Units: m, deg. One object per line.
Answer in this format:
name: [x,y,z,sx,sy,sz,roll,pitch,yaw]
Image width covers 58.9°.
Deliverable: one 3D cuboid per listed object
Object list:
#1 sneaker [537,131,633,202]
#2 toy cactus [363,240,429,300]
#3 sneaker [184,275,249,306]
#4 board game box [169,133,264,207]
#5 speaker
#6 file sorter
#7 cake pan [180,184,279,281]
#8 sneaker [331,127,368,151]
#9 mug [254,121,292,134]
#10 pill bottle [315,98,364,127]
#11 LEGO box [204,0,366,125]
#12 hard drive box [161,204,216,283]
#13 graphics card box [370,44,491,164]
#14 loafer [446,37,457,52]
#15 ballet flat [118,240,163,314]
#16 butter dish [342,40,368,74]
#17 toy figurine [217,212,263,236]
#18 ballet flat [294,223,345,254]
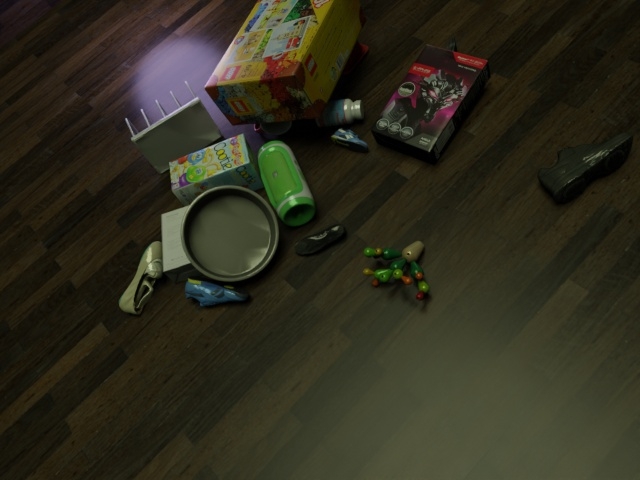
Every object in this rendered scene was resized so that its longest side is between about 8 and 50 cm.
sneaker: [0.745,-0.230,1.600,0.286,0.109,0.130,-31,49,-4]
toy cactus: [0.232,0.072,1.599,0.219,0.112,0.180,28,52,33]
sneaker: [-0.318,0.168,1.739,0.210,0.069,0.082,11,96,15]
board game box: [-0.354,-0.226,1.936,0.276,0.144,0.142,-20,55,6]
speaker: [-0.114,-0.189,1.845,0.131,0.131,0.296,-25,55,2]
file sorter: [-0.547,-0.422,2.095,0.278,0.192,0.173,-33,53,-3]
cake pan: [-0.275,-0.020,1.729,0.294,0.054,0.293,1,85,-11]
sneaker: [0.105,-0.342,1.910,0.144,0.053,0.059,27,69,29]
mug: [-0.184,-0.477,2.057,0.150,0.113,0.169,-13,53,8]
pill bottle: [0.066,-0.443,1.964,0.160,0.087,0.087,-3,59,17]
LEGO box: [-0.109,-0.646,1.942,0.373,0.193,0.499,3,57,32]
hard drive box: [-0.417,0.000,1.851,0.181,0.089,0.232,-17,56,8]
graphics card box: [0.357,-0.446,1.839,0.233,0.094,0.370,29,81,30]
loafer: [0.442,-0.637,1.975,0.061,0.062,0.170,0,59,22]
ballet flat: [-0.551,0.125,1.810,0.086,0.086,0.248,25,86,29]
butter dish: [0.071,-0.719,2.114,0.160,0.118,0.159,25,69,30]
toy figurine: [-0.240,-0.059,1.836,0.159,0.130,0.173,-5,32,0]
ballet flat: [0.000,0.000,1.748,0.173,0.049,0.057,-24,88,8]
